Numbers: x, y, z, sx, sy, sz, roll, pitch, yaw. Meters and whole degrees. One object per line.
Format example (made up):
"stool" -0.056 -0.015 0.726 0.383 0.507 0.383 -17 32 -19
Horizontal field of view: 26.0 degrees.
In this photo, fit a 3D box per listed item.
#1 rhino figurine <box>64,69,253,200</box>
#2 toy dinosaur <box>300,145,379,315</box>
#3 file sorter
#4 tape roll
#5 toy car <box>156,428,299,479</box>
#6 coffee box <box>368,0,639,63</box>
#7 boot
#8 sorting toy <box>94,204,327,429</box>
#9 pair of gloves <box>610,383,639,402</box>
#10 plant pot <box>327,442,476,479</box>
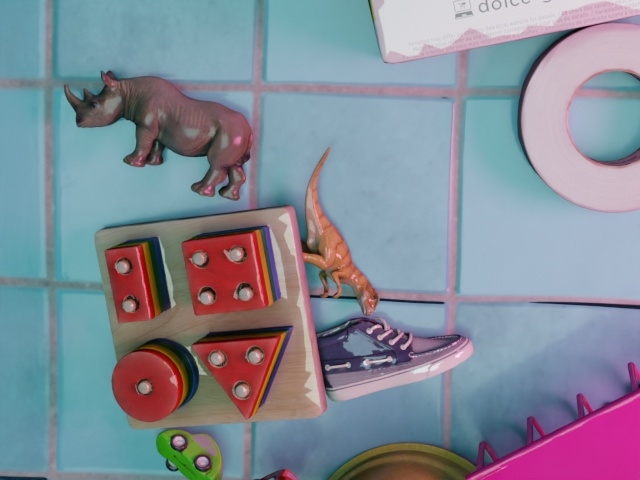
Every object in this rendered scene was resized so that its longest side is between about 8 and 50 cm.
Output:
"rhino figurine" -0.193 -0.138 1.658 0.243 0.073 0.106 23 103 1
"toy dinosaur" 0.000 0.000 1.682 0.112 0.064 0.211 -28 107 -6
"file sorter" 0.347 0.270 1.616 0.291 0.182 0.202 -29 95 12
"tape roll" 0.341 -0.145 1.628 0.219 0.072 0.219 0 98 3
"toy car" -0.107 0.301 1.701 0.225 0.053 0.239 38 143 18
"coffee box" 0.196 -0.381 1.465 0.337 0.338 0.334 -11 97 4
"boot" 0.085 0.129 1.683 0.190 0.069 0.086 -18 100 7
"sorting toy" -0.144 0.103 1.651 0.257 0.089 0.255 -7 99 19
"pair of gloves" 0.442 0.257 1.707 0.198 0.023 0.159 19 101 4
"plant pot" 0.085 0.368 1.589 0.276 0.254 0.276 -2 81 11
